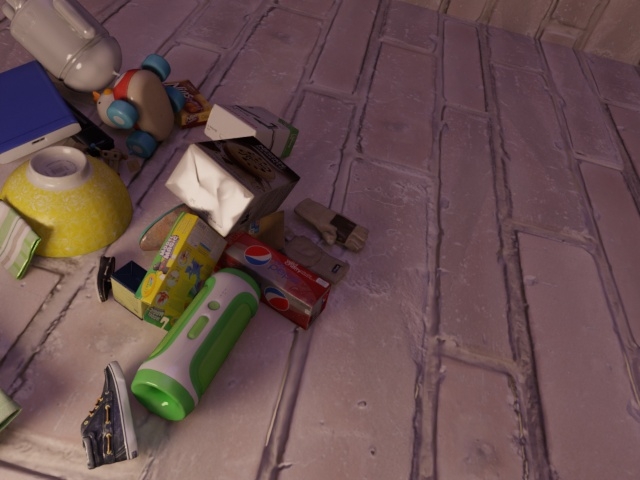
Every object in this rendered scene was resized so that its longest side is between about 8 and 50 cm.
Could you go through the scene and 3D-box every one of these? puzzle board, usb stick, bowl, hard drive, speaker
[{"bbox_3d":[-0.132,-0.015,1.287,0.096,0.011,0.128,-16,44,12],"label":"puzzle board"},{"bbox_3d":[-0.670,-0.318,1.441,0.278,0.045,0.077,38,58,21],"label":"usb stick"},{"bbox_3d":[-0.581,-0.118,1.191,0.289,0.156,0.289,7,45,-8],"label":"bowl"},{"bbox_3d":[-0.800,-0.352,1.408,0.210,0.040,0.319,-31,59,-18],"label":"hard drive"},{"bbox_3d":[-0.226,0.187,1.007,0.131,0.131,0.296,23,45,8],"label":"speaker"}]

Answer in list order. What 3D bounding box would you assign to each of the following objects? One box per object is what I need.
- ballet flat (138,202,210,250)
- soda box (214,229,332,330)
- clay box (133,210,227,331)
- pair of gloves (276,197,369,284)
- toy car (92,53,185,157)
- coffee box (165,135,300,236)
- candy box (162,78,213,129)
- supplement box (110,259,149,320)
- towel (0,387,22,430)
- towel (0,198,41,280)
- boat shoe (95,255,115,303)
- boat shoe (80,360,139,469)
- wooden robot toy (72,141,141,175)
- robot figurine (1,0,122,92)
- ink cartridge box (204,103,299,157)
[{"bbox_3d":[-0.277,-0.048,1.246,0.106,0.107,0.316,39,50,12],"label":"ballet flat"},{"bbox_3d":[-0.110,0.082,1.167,0.263,0.092,0.083,31,48,16],"label":"soda box"},{"bbox_3d":[-0.283,0.068,1.061,0.053,0.127,0.222,18,73,27],"label":"clay box"},{"bbox_3d":[0.000,0.000,1.315,0.204,0.042,0.240,26,44,9],"label":"pair of gloves"},{"bbox_3d":[-0.537,-0.374,1.437,0.238,0.210,0.219,11,59,18],"label":"toy car"},{"bbox_3d":[-0.181,-0.133,1.178,0.168,0.119,0.297,41,21,3],"label":"coffee box"},{"bbox_3d":[-0.412,-0.418,1.605,0.109,0.053,0.187,-20,56,-30],"label":"candy box"},{"bbox_3d":[-0.376,0.102,1.079,0.083,0.083,0.056,32,47,16],"label":"supplement box"},{"bbox_3d":[-0.684,0.264,0.832,0.325,0.038,0.248,33,60,16],"label":"towel"},{"bbox_3d":[-0.652,-0.004,1.096,0.152,0.113,0.023,36,14,21],"label":"towel"},{"bbox_3d":[-0.451,0.080,1.111,0.038,0.046,0.125,-7,40,-15],"label":"boat shoe"},{"bbox_3d":[-0.371,0.294,0.905,0.083,0.065,0.183,-9,50,-25],"label":"boat shoe"},{"bbox_3d":[-0.546,-0.211,1.368,0.173,0.076,0.079,10,14,-9],"label":"wooden robot toy"},{"bbox_3d":[-0.716,-0.565,1.494,0.353,0.300,0.200,44,63,-17],"label":"robot figurine"},{"bbox_3d":[-0.190,-0.305,1.479,0.160,0.092,0.219,35,25,18],"label":"ink cartridge box"}]
